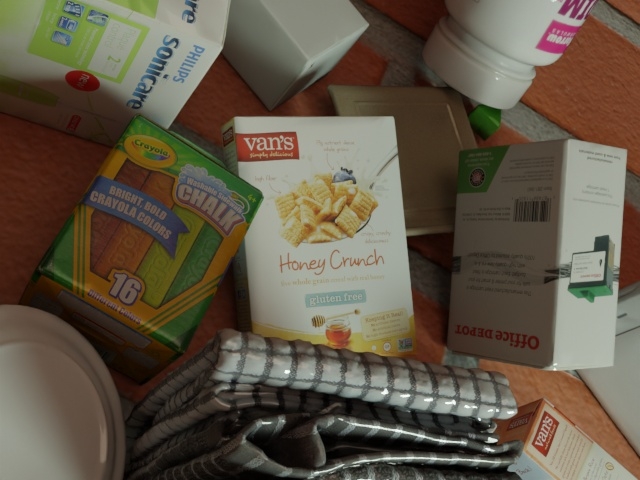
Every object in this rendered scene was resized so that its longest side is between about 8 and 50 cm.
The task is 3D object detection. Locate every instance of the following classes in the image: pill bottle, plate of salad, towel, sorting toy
[{"bbox_3d":[0.242,-0.303,1.047,0.160,0.283,0.160,22,31,-14],"label":"pill bottle"},{"bbox_3d":[-0.220,0.146,0.646,0.200,0.048,0.200,24,59,-49],"label":"plate of salad"},{"bbox_3d":[-0.013,0.175,0.691,0.235,0.283,0.121,12,63,-24],"label":"towel"},{"bbox_3d":[0.102,-0.088,1.031,0.347,0.047,0.196,-5,66,-31],"label":"sorting toy"}]

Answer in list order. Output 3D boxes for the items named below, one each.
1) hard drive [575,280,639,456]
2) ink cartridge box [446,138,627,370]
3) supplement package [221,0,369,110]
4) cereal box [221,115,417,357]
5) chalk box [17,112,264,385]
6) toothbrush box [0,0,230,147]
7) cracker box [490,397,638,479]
[{"bbox_3d":[0.424,0.197,0.960,0.047,0.233,0.353,-35,87,-34],"label":"hard drive"},{"bbox_3d":[0.217,0.015,0.933,0.092,0.160,0.219,4,89,-31],"label":"ink cartridge box"},{"bbox_3d":[-0.057,-0.251,0.978,0.179,0.105,0.105,51,52,1],"label":"supplement package"},{"bbox_3d":[0.000,0.000,0.882,0.173,0.047,0.240,-4,86,-24],"label":"cereal box"},{"bbox_3d":[-0.145,-0.008,0.788,0.132,0.132,0.213,31,60,-13],"label":"chalk box"},{"bbox_3d":[-0.243,-0.205,0.788,0.283,0.206,0.122,17,61,-23],"label":"toothbrush box"},{"bbox_3d":[0.235,0.262,0.869,0.232,0.155,0.067,41,54,-8],"label":"cracker box"}]
